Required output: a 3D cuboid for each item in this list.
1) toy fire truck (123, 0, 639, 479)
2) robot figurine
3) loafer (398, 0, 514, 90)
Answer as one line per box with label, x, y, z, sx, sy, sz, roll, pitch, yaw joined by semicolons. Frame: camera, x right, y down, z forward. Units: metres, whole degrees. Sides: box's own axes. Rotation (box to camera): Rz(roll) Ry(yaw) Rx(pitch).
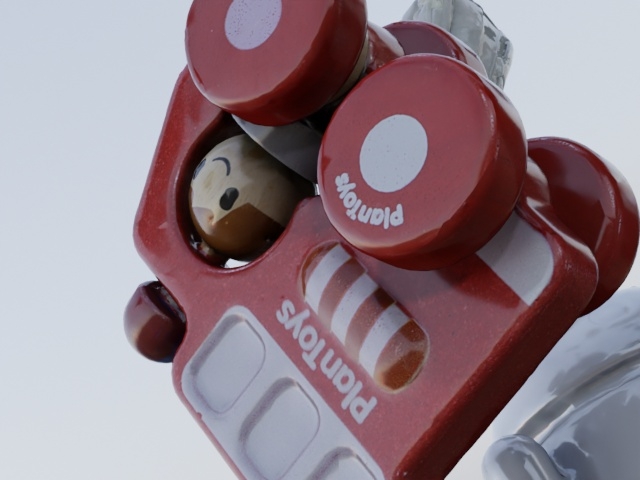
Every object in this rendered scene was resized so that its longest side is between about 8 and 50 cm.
toy fire truck;0.000;0.000;0.796;0.254;0.302;0.169;-52;-37;11
robot figurine;0.240;0.176;0.976;0.300;0.353;0.200;5;-42;-38
loafer;0.105;-0.071;1.159;0.111;0.319;0.112;24;-40;-16
